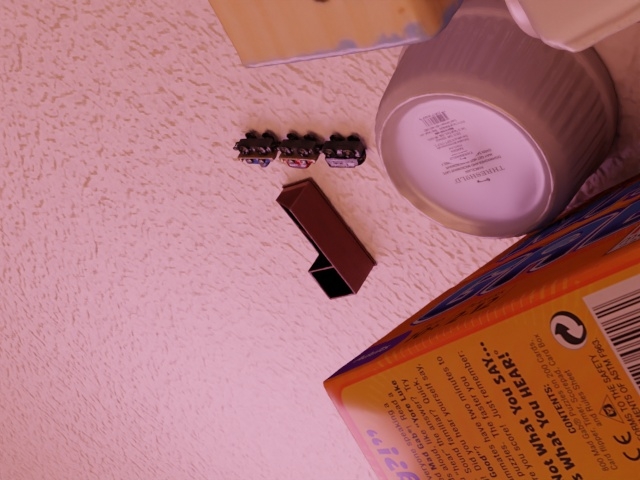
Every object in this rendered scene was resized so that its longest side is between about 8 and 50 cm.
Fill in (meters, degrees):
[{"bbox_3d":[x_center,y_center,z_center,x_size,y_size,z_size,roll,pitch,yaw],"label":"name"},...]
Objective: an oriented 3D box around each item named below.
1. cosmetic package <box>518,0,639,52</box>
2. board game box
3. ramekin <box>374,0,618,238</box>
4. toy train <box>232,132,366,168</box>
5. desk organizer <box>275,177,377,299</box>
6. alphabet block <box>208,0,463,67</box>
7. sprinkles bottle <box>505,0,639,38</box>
[{"bbox_3d":[0.203,-0.350,0.495,0.327,0.329,0.394,-25,93,49],"label":"cosmetic package"},{"bbox_3d":[0.300,0.134,0.933,0.356,0.356,0.357,-30,91,49],"label":"board game box"},{"bbox_3d":[0.145,-0.096,1.080,0.207,0.109,0.207,20,141,17],"label":"ramekin"},{"bbox_3d":[-0.022,-0.092,1.277,0.158,0.027,0.036,5,145,32],"label":"toy train"},{"bbox_3d":[0.000,0.000,1.339,0.047,0.050,0.130,-14,122,44],"label":"desk organizer"},{"bbox_3d":[0.009,-0.269,0.921,0.192,0.193,0.197,-3,130,36],"label":"alphabet block"},{"bbox_3d":[0.299,-0.211,0.829,0.355,0.121,0.121,0,132,36],"label":"sprinkles bottle"}]
